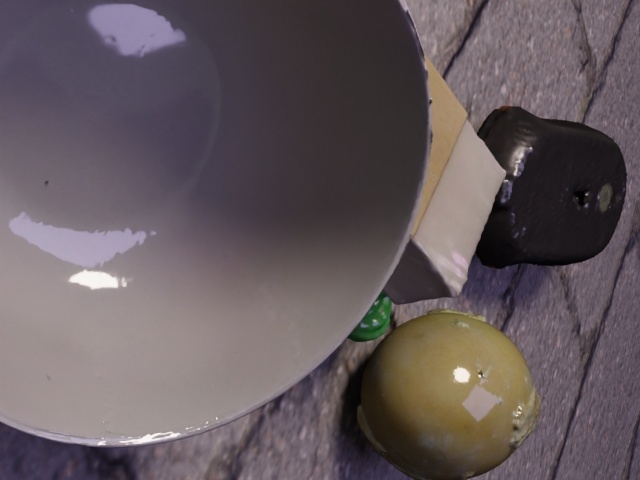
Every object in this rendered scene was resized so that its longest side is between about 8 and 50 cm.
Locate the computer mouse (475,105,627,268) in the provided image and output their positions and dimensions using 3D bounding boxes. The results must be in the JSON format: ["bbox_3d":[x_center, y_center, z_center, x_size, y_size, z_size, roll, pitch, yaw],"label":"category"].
[{"bbox_3d":[0.255,-0.058,1.080,0.323,0.116,0.183,2,93,-49],"label":"computer mouse"}]

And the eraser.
[{"bbox_3d":[0.004,-0.112,0.650,0.343,0.078,0.144,47,51,-27],"label":"eraser"}]

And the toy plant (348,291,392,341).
[{"bbox_3d":[0.007,-0.010,0.743,0.240,0.088,0.155,38,64,-47],"label":"toy plant"}]

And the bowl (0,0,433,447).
[{"bbox_3d":[-0.095,-0.051,0.484,0.287,0.144,0.287,-15,122,-26],"label":"bowl"}]

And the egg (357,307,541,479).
[{"bbox_3d":[0.120,0.148,0.868,0.201,0.164,0.164,8,87,-60],"label":"egg"}]
